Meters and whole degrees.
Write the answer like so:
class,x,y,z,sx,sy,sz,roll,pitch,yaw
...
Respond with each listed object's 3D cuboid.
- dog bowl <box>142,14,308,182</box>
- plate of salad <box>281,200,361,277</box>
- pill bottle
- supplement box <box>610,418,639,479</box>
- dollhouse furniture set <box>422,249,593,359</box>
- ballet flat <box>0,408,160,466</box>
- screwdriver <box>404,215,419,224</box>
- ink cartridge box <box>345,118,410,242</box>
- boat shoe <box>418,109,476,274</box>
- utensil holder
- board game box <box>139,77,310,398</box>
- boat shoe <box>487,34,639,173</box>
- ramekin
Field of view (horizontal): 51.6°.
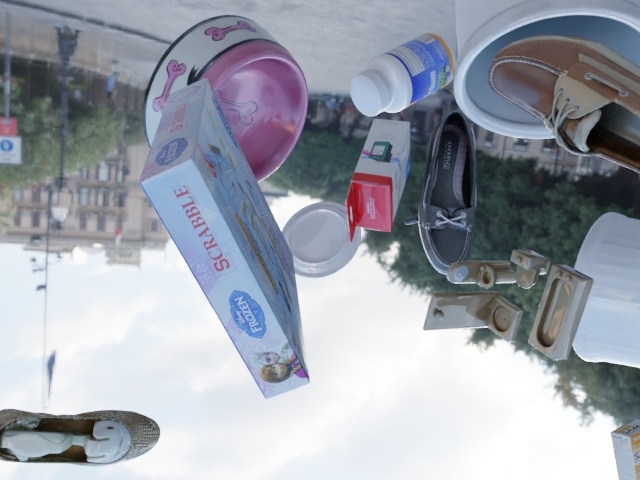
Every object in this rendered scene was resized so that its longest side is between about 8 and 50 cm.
class,x,y,z,sx,sy,sz,roll,pitch,yaw
dog bowl,-0.197,-0.298,1.534,0.150,0.408,0.407,35,-155,32
plate of salad,0.000,0.000,1.530,0.199,0.200,0.048,11,156,25
pill bottle,0.211,-0.424,1.717,0.272,0.152,0.152,-33,-149,-27
supplement box,0.477,0.327,0.993,0.062,0.099,0.036,-15,-175,-26
dollhouse furniture set,0.243,0.086,0.880,0.123,0.144,0.151,1,-160,-28
ballet flat,-0.291,0.238,0.779,0.206,0.073,0.067,5,180,-20
screwdriver,0.331,-0.078,2.040,0.169,0.025,0.024,-19,-169,40
ink cartridge box,0.117,-0.114,1.306,0.077,0.134,0.231,9,-127,15
boat shoe,0.257,-0.103,1.331,0.112,0.336,0.095,3,163,7
utensil holder,0.395,-0.428,1.150,0.327,0.386,0.328,4,156,2
board game box,-0.113,-0.017,0.863,0.065,0.319,0.318,-21,-152,5
boat shoe,0.355,-0.176,0.867,0.324,0.123,0.116,29,-122,33
ramekin,0.563,0.094,1.175,0.135,0.278,0.277,11,-169,43
